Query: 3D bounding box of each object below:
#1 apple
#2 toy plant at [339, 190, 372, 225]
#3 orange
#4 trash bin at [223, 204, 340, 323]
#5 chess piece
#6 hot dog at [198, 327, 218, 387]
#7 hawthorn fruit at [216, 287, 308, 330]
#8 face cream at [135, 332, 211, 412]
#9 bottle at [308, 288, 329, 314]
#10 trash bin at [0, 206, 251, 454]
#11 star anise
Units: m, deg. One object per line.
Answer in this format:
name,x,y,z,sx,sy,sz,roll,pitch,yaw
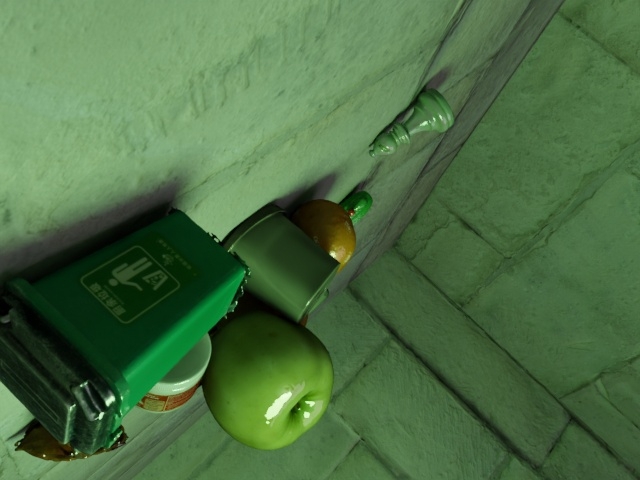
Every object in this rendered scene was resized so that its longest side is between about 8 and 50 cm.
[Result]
apple,-0.147,0.355,1.591,0.357,0.357,0.357,-44,168,-12
toy plant,0.082,-0.080,2.124,0.240,0.088,0.154,-42,-175,14
orange,0.000,0.000,1.745,0.171,0.240,0.240,3,134,-42
trash bin,-0.103,0.068,1.570,0.219,0.250,0.219,-49,171,-29
chess piece,0.263,-0.336,1.854,0.272,0.139,0.139,-35,168,-3
hot dog,-0.357,0.363,2.043,0.194,0.107,0.326,-42,-179,28
hawthorn fruit,-0.162,0.217,1.872,0.300,0.268,0.268,-53,167,21
face cream,-0.379,0.293,1.472,0.201,0.201,0.187,-37,165,-39
bottle,-0.138,0.259,2.311,0.347,0.168,0.168,-43,169,4
trash bin,-0.329,0.146,1.039,0.381,0.259,0.295,-40,167,-41
star anise,-0.573,0.445,1.442,0.238,0.148,0.346,-3,174,-8
